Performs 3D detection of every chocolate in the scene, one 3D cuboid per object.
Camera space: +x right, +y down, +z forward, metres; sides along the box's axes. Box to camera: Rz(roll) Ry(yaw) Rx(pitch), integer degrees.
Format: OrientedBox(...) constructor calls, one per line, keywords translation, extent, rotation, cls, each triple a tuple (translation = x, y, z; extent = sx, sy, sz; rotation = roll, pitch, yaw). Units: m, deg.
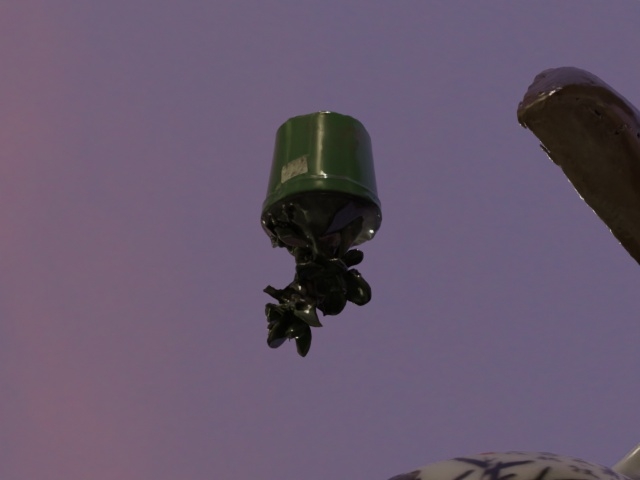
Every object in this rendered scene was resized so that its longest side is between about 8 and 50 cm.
OrientedBox(translation=(0.127, -0.034, 0.650), extent=(0.031, 0.064, 0.101), rotation=(-38, -88, 34), cls="chocolate")

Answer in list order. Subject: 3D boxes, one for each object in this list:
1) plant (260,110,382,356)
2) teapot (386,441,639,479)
OrientedBox(translation=(0.000, 0.000, 0.641), extent=(0.051, 0.051, 0.102), rotation=(-18, -125, 34), cls="plant")
OrientedBox(translation=(0.080, 0.165, 0.617), extent=(0.299, 0.166, 0.208), rotation=(-33, -75, -5), cls="teapot")
